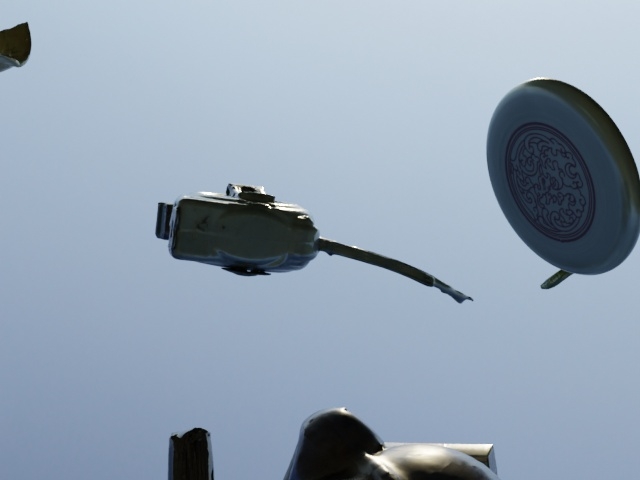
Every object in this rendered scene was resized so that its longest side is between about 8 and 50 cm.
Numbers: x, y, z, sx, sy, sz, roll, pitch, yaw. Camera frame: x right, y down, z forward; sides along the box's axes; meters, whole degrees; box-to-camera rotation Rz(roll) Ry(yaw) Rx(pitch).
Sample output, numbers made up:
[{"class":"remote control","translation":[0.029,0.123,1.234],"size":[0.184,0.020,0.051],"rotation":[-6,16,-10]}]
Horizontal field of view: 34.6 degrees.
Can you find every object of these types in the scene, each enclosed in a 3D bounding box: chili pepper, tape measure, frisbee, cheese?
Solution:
[{"class":"chili pepper","translation":[0.317,0.044,1.313],"size":[0.030,0.083,0.017],"rotation":[24,-136,-55]},{"class":"tape measure","translation":[0.001,-0.001,1.043],"size":[0.330,0.084,0.164],"rotation":[7,-170,-20]},{"class":"frisbee","translation":[0.125,-0.032,0.541],"size":[0.014,0.110,0.110],"rotation":[-23,-127,-24]},{"class":"cheese","translation":[-0.350,-0.202,1.122],"size":[0.060,0.041,0.084],"rotation":[-14,-154,13]}]

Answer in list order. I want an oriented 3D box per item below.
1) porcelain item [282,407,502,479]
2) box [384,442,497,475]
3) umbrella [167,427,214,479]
[{"class":"porcelain item","translation":[0.062,0.157,0.352],"size":[0.138,0.186,0.288],"rotation":[-16,-155,-23]},{"class":"box","translation":[0.123,0.320,1.047],"size":[0.132,0.235,0.034],"rotation":[-3,-168,23]},{"class":"umbrella","translation":[-0.092,0.312,0.759],"size":[0.118,0.118,0.340],"rotation":[2,-107,-12]}]
